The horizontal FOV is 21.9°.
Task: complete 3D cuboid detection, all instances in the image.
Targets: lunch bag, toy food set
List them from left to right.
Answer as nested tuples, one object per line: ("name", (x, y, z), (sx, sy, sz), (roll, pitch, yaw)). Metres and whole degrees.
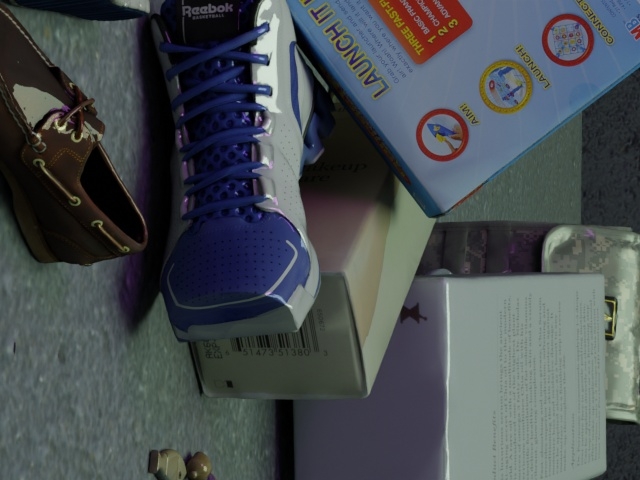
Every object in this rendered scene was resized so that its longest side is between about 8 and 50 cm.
("toy food set", (-0.101, 0.201, 1.275), (0.122, 0.019, 0.078), (26, 64, -71))
("lunch bag", (0.256, 0.102, 2.002), (0.169, 0.287, 0.235), (40, 52, -68))

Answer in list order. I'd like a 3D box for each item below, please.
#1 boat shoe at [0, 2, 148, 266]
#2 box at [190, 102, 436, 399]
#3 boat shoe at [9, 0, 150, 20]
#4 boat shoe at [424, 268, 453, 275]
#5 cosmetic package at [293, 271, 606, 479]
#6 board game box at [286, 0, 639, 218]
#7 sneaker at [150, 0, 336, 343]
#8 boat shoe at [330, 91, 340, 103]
("boat shoe", (-0.163, -0.065, 1.002), (0.207, 0.073, 0.073), (68, 28, -47))
("box", (0.000, 0.000, 1.411), (0.311, 0.148, 0.121), (-66, 150, -57))
("boat shoe", (-0.158, -0.181, 1.053), (0.183, 0.066, 0.066), (-9, 93, -83))
("boat shoe", (0.098, 0.135, 1.851), (0.083, 0.076, 0.226), (40, 53, -36))
("cosmetic package", (0.145, 0.147, 1.666), (0.453, 0.161, 0.230), (2, 87, -63))
("board game box", (0.121, -0.228, 1.342), (0.308, 0.302, 0.086), (53, -5, -1))
("sneaker", (-0.074, -0.084, 1.238), (0.315, 0.127, 0.182), (-83, 159, -47))
("boat shoe", (0.044, -0.093, 1.723), (0.056, 0.048, 0.153), (-53, 138, -64))
